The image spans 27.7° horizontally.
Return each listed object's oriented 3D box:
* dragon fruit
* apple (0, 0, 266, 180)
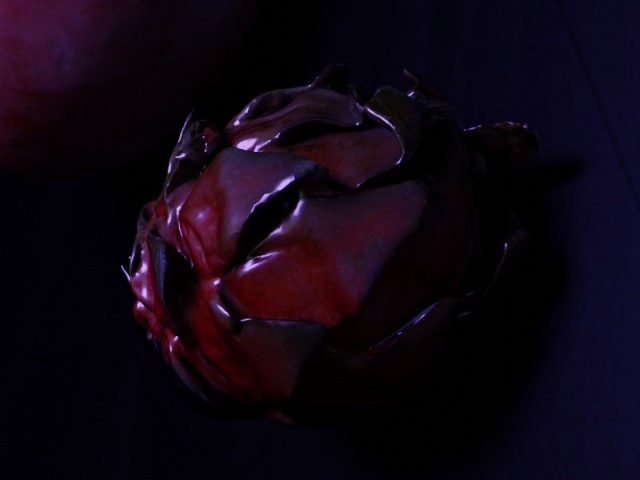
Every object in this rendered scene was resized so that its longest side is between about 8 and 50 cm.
[{"bbox_3d":[-0.004,0.006,0.626,0.189,0.182,0.182,112,155,-46],"label":"dragon fruit"},{"bbox_3d":[-0.173,-0.208,0.912,0.345,0.269,0.345,45,149,38],"label":"apple"}]
